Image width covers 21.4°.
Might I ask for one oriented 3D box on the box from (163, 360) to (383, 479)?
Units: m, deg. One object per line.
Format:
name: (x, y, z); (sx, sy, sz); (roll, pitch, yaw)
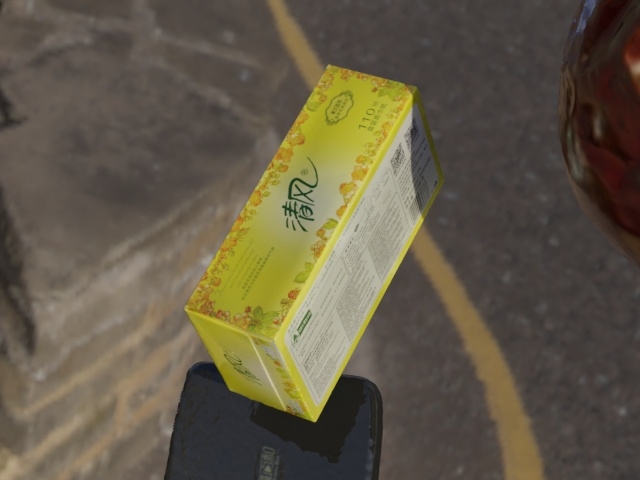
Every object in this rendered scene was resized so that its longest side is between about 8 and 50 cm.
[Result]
box: (-0.028, 0.138, 1.004); (0.125, 0.027, 0.126); (5, 73, 8)

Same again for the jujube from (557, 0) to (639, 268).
jujube: (0.247, -0.108, 0.789); (0.223, 0.318, 0.223); (17, 37, -13)

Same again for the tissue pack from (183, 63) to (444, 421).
tissue pack: (0.000, 0.000, 0.951); (0.062, 0.095, 0.176); (18, 64, 25)
